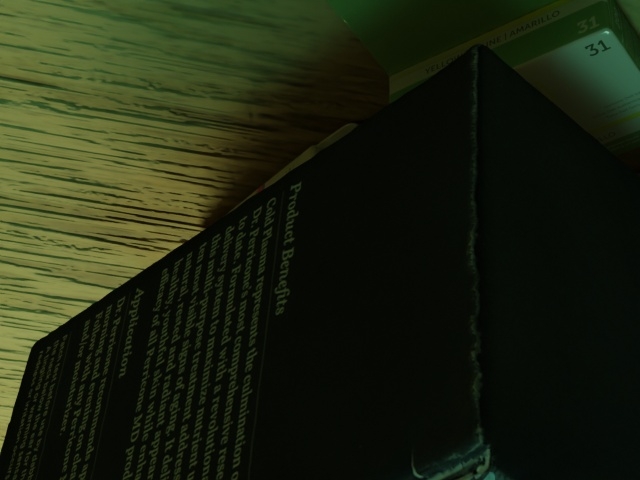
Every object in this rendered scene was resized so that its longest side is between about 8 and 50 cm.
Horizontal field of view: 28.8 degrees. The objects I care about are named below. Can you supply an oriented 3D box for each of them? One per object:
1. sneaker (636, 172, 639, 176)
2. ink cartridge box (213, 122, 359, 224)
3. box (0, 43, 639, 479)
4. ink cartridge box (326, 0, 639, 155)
[{"bbox_3d":[0.286,0.092,1.053,0.148,0.131,0.350,10,141,-3],"label":"sneaker"},{"bbox_3d":[0.000,0.000,0.998,0.115,0.067,0.198,27,134,-30],"label":"ink cartridge box"},{"bbox_3d":[0.089,0.200,0.874,0.480,0.297,0.471,34,134,-31],"label":"box"},{"bbox_3d":[0.117,-0.127,0.846,0.171,0.056,0.235,-21,138,27],"label":"ink cartridge box"}]
